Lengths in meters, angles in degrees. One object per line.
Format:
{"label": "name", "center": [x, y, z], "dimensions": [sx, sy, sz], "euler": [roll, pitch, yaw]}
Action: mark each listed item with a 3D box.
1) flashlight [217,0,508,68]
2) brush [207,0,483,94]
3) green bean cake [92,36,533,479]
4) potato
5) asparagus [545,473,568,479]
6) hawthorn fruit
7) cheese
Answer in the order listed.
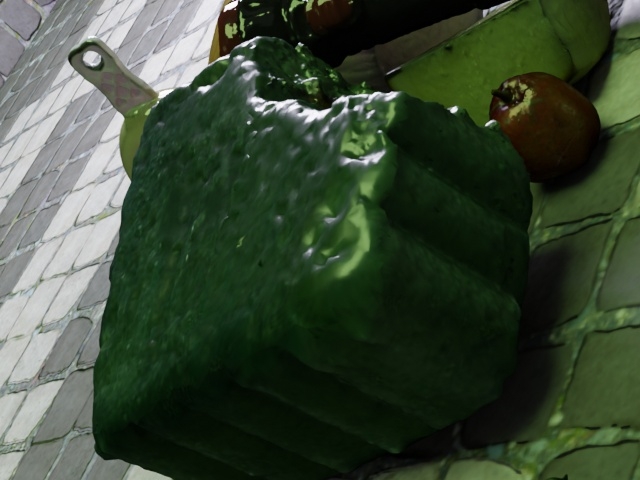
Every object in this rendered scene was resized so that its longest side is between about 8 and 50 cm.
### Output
{"label": "flashlight", "center": [0.039, -0.175, 1.065], "dimensions": [0.232, 0.093, 0.093], "euler": [-17, 37, 27]}
{"label": "brush", "center": [0.010, -0.135, 1.207], "dimensions": [0.166, 0.174, 0.267], "euler": [-1, 62, 49]}
{"label": "green bean cake", "center": [0.000, 0.000, 0.967], "dimensions": [0.308, 0.169, 0.300], "euler": [-31, 41, 44]}
{"label": "potato", "center": [0.145, -0.134, 1.078], "dimensions": [0.149, 0.081, 0.120], "euler": [-24, 8, 40]}
{"label": "asparagus", "center": [0.105, 0.167, 0.753], "dimensions": [0.021, 0.025, 0.108], "euler": [3, 52, 38]}
{"label": "hawthorn fruit", "center": [0.147, -0.077, 0.972], "dimensions": [0.077, 0.077, 0.077], "euler": [-40, 25, 24]}
{"label": "cheese", "center": [-0.142, -0.102, 1.341], "dimensions": [0.137, 0.227, 0.064], "euler": [-28, 31, 33]}
